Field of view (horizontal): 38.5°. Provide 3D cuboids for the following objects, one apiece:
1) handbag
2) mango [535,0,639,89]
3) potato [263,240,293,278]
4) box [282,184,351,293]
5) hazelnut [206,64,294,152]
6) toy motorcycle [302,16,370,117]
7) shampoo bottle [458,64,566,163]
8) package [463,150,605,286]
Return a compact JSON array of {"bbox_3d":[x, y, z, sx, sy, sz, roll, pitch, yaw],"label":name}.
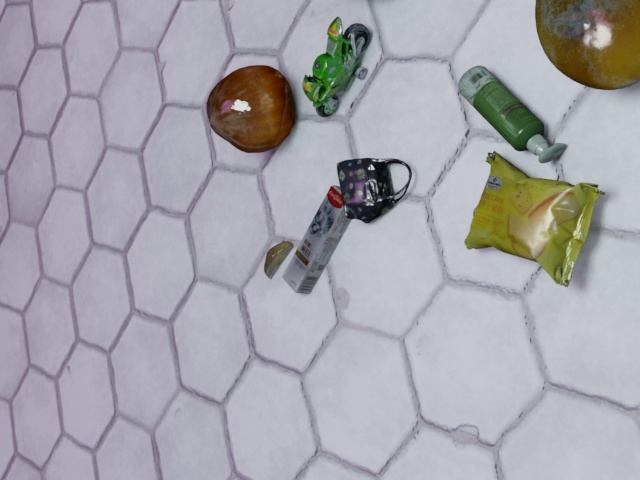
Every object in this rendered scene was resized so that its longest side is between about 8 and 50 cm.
[{"bbox_3d":[0.102,-0.103,1.632,0.139,0.072,0.115,-21,70,37],"label":"handbag"},{"bbox_3d":[0.396,-0.354,1.327,0.193,0.146,0.316,-38,47,34],"label":"mango"},{"bbox_3d":[-0.096,0.033,1.834,0.037,0.036,0.093,52,121,30],"label":"potato"},{"bbox_3d":[0.000,0.000,1.741,0.055,0.039,0.218,45,116,39],"label":"box"},{"bbox_3d":[-0.134,-0.263,1.806,0.182,0.182,0.182,-6,82,44],"label":"hazelnut"},{"bbox_3d":[0.023,-0.318,1.704,0.074,0.106,0.190,42,116,38],"label":"toy motorcycle"},{"bbox_3d":[0.302,-0.196,1.454,0.065,0.065,0.204,-55,53,26],"label":"shampoo bottle"},{"bbox_3d":[0.317,-0.037,1.399,0.226,0.090,0.168,22,99,46],"label":"package"}]
